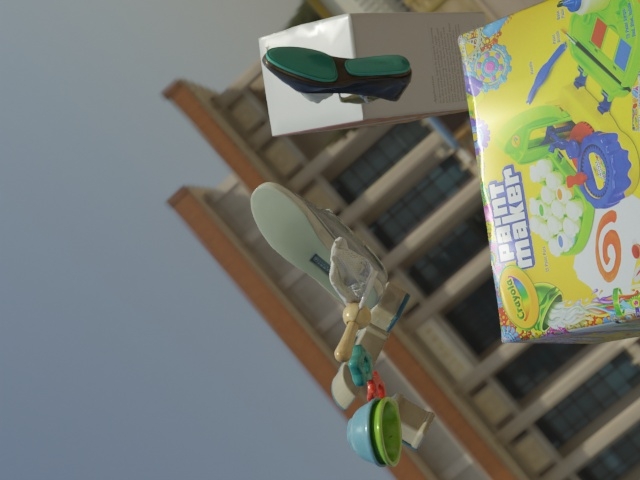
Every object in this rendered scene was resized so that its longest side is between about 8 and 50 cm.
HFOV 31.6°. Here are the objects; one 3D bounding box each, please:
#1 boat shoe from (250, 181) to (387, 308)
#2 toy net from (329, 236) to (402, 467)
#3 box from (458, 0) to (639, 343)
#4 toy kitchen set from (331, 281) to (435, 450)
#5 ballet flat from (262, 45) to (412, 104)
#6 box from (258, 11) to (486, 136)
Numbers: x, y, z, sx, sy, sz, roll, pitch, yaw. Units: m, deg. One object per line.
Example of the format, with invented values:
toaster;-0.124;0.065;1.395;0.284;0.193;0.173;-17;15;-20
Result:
boat shoe;0.001;0.000;1.550;0.227;0.079;0.081;44;-146;-5
toy net;0.053;0.110;1.140;0.122;0.045;0.232;15;-112;-66
box;0.297;-0.072;0.986;0.177;0.279;0.290;6;-107;-49
toy kitchen set;0.120;0.207;1.784;0.166;0.207;0.122;30;148;1
ballet flat;0.020;-0.210;1.487;0.203;0.074;0.074;1;-152;-14
box;0.101;-0.280;1.888;0.345;0.215;0.168;-11;-85;-44
